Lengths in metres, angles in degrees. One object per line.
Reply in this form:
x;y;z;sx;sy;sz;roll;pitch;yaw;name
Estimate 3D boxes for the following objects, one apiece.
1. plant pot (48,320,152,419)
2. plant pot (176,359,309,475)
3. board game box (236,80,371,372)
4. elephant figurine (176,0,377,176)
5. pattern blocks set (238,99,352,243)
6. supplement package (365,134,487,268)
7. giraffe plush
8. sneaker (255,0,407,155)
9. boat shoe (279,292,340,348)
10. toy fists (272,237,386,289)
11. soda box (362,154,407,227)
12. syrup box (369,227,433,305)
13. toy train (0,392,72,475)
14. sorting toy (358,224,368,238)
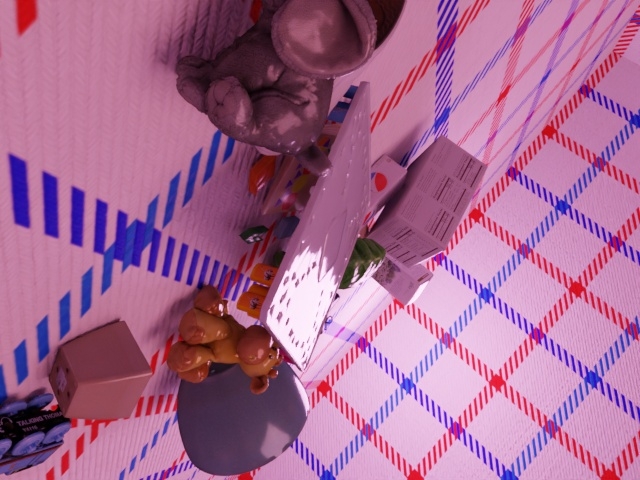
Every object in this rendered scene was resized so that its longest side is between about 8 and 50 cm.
-0.329;0.198;0.725;0.096;0.109;0.109;-1;130;-50;plant pot
-0.189;0.322;1.075;0.290;0.290;0.195;-36;122;-34;plant pot
0.000;0.000;0.835;0.390;0.051;0.389;77;33;-65;board game box
-0.024;-0.214;0.490;0.239;0.169;0.186;-52;156;19;elephant figurine
-0.030;-0.128;0.872;0.324;0.026;0.285;-55;160;15;pattern blocks set
0.262;-0.092;1.246;0.261;0.145;0.204;-57;-176;-21;supplement package
-0.157;0.200;0.928;0.210;0.171;0.181;58;52;-74;giraffe plush
-0.001;-0.236;0.660;0.290;0.106;0.123;-51;-173;-3;sneaker
-0.023;0.268;1.563;0.258;0.089;0.109;-44;161;-16;boat shoe
0.017;0.051;1.108;0.280;0.096;0.142;-5;156;-27;toy fists
0.107;-0.098;1.164;0.216;0.074;0.069;-45;161;-11;soda box
0.207;0.075;1.473;0.096;0.237;0.093;-26;149;-50;syrup box
-0.433;0.276;0.678;0.105;0.080;0.184;-46;162;8;toy train
0.041;0.024;1.275;0.208;0.038;0.193;-41;165;-2;sorting toy
